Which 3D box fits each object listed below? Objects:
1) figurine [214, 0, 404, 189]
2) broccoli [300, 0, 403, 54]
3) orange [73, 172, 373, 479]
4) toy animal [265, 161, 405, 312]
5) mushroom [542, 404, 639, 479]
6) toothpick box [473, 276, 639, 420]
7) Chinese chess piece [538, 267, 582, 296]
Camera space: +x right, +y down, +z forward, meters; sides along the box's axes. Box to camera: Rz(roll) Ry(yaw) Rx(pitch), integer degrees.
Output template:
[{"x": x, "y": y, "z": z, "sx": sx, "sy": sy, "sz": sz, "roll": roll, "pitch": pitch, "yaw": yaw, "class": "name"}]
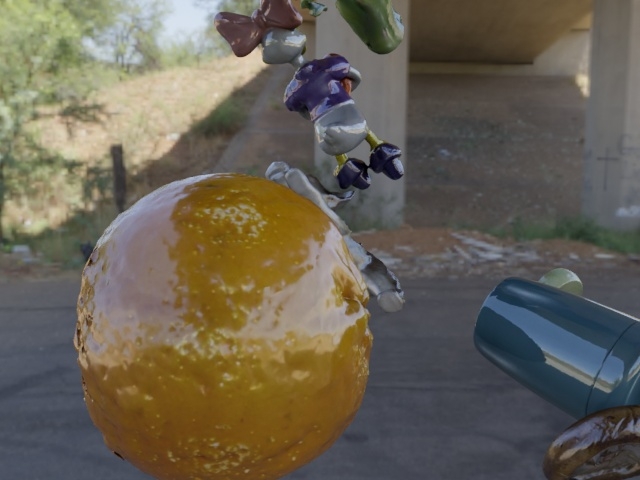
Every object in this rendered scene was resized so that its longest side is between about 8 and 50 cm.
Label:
[{"x": -0.008, "y": -0.258, "z": 1.428, "sx": 0.154, "sy": 0.421, "sz": 0.193, "roll": -30, "pitch": 17, "yaw": 18, "class": "figurine"}, {"x": 0.047, "y": -0.335, "z": 0.888, "sx": 0.274, "sy": 0.199, "sz": 0.177, "roll": 13, "pitch": 30, "yaw": -52, "class": "broccoli"}, {"x": -0.089, "y": 0.093, "z": 0.857, "sx": 0.293, "sy": 0.341, "sz": 0.340, "roll": -5, "pitch": 6, "yaw": 10, "class": "orange"}, {"x": 0.000, "y": 0.000, "z": 1.526, "sx": 0.194, "sy": 0.344, "sz": 0.303, "roll": -31, "pitch": 8, "yaw": 12, "class": "toy animal"}, {"x": 0.263, "y": 0.190, "z": 0.740, "sx": 0.123, "sy": 0.123, "sz": 0.052, "roll": -1, "pitch": 51, "yaw": -17, "class": "mushroom"}, {"x": 0.257, "y": 0.113, "z": 0.844, "sx": 0.120, "sy": 0.120, "sz": 0.184, "roll": -6, "pitch": 26, "yaw": -46, "class": "toothpick box"}, {"x": 0.329, "y": 0.078, "z": 1.129, "sx": 0.084, "sy": 0.084, "sz": 0.034, "roll": -4, "pitch": 35, "yaw": -37, "class": "Chinese chess piece"}]
